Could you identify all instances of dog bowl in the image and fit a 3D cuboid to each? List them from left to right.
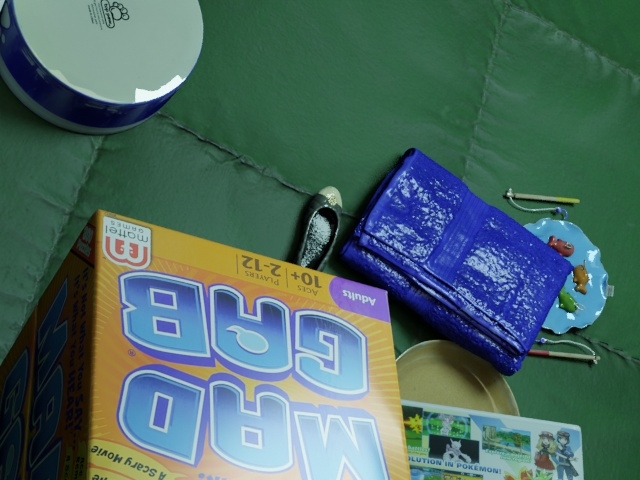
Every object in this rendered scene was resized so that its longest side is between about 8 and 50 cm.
[{"bbox_3d":[-0.291,-0.277,1.861,0.265,0.104,0.265,10,68,-26],"label":"dog bowl"}]

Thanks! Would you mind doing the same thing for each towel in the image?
[{"bbox_3d":[0.202,0.023,2.023,0.308,0.076,0.227,36,58,-5],"label":"towel"}]

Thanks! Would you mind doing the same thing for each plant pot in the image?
[{"bbox_3d":[0.173,0.256,1.974,0.236,0.032,0.236,11,67,-26],"label":"plant pot"}]

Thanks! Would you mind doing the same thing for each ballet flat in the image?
[{"bbox_3d":[0.000,0.000,1.957,0.057,0.049,0.173,27,61,-20],"label":"ballet flat"}]

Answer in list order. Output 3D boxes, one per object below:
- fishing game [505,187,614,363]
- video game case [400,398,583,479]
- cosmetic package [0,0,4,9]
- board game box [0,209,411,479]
[{"bbox_3d":[0.363,0.051,2.151,0.189,0.041,0.264,9,69,-24],"label":"fishing game"},{"bbox_3d":[0.173,0.341,1.808,0.329,0.036,0.300,9,48,-3],"label":"video game case"},{"bbox_3d":[-0.513,-0.247,1.694,0.217,0.156,0.385,23,62,-23],"label":"cosmetic package"},{"bbox_3d":[-0.147,0.248,1.545,0.356,0.356,0.356,16,45,-24],"label":"board game box"}]
